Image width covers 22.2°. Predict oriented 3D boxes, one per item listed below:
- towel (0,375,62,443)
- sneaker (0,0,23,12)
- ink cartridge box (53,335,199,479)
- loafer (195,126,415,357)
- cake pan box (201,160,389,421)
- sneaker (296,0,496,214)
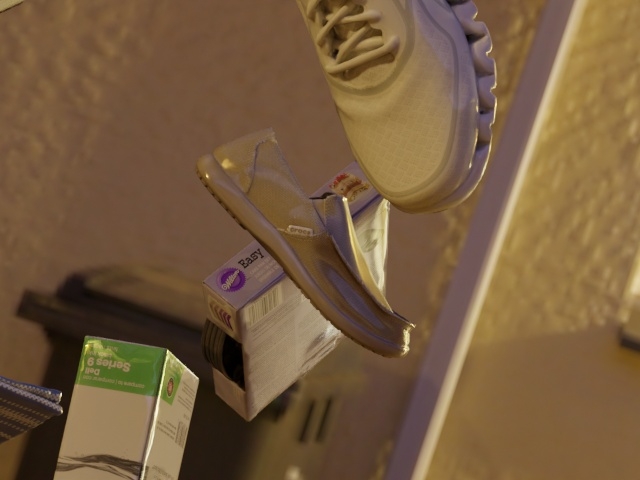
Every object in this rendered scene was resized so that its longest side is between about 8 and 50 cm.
[{"bbox_3d":[-0.462,0.195,1.665,0.336,0.040,0.243,-28,-33,24],"label":"towel"},{"bbox_3d":[-0.247,-0.235,1.149,0.127,0.182,0.315,55,3,17],"label":"sneaker"},{"bbox_3d":[-0.265,0.294,2.173,0.121,0.289,0.211,8,-15,10],"label":"ink cartridge box"},{"bbox_3d":[0.000,0.000,1.528,0.268,0.092,0.102,46,2,-4],"label":"loafer"},{"bbox_3d":[-0.027,0.067,1.960,0.070,0.267,0.246,37,-27,27],"label":"cake pan box"},{"bbox_3d":[0.016,-0.154,0.927,0.110,0.292,0.118,-17,-5,34],"label":"sneaker"}]
